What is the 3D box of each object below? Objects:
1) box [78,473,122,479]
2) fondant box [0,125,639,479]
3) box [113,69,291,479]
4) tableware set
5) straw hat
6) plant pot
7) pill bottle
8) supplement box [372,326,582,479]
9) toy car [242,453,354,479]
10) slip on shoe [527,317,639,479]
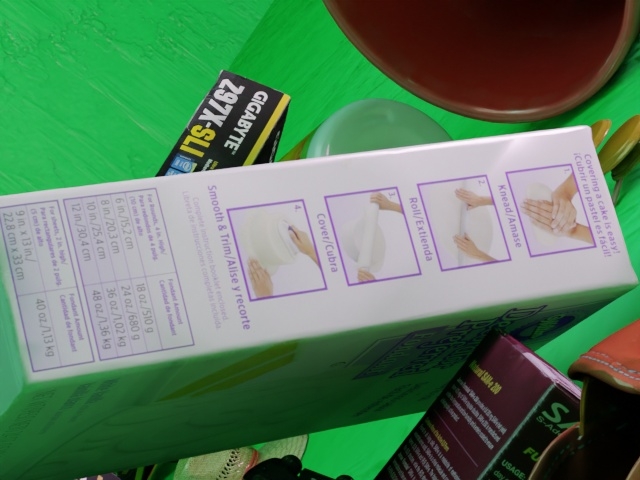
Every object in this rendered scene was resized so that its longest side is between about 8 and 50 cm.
[{"bbox_3d":[-0.152,0.226,1.027,0.076,0.242,0.307,-50,11,14],"label":"box"},{"bbox_3d":[-0.037,0.042,0.949,0.330,0.096,0.238,-9,-16,-26],"label":"fondant box"},{"bbox_3d":[-0.131,0.044,1.658,0.257,0.079,0.322,-61,-8,-46],"label":"box"},{"bbox_3d":[0.174,-0.047,1.128,0.154,0.024,0.104,-46,9,36],"label":"tableware set"},{"bbox_3d":[-0.077,0.179,1.342,0.144,0.061,0.144,-50,11,13],"label":"straw hat"},{"bbox_3d":[0.158,-0.262,1.318,0.243,0.275,0.275,-48,6,-38],"label":"plant pot"},{"bbox_3d":[0.000,0.000,1.386,0.245,0.136,0.136,-37,19,54],"label":"pill bottle"},{"bbox_3d":[0.047,0.164,0.844,0.239,0.073,0.130,-53,10,3],"label":"supplement box"},{"bbox_3d":[-0.017,0.144,0.844,0.122,0.060,0.041,-57,-24,-68],"label":"toy car"},{"bbox_3d":[0.149,0.062,0.679,0.331,0.101,0.123,-53,9,-10],"label":"slip on shoe"}]
